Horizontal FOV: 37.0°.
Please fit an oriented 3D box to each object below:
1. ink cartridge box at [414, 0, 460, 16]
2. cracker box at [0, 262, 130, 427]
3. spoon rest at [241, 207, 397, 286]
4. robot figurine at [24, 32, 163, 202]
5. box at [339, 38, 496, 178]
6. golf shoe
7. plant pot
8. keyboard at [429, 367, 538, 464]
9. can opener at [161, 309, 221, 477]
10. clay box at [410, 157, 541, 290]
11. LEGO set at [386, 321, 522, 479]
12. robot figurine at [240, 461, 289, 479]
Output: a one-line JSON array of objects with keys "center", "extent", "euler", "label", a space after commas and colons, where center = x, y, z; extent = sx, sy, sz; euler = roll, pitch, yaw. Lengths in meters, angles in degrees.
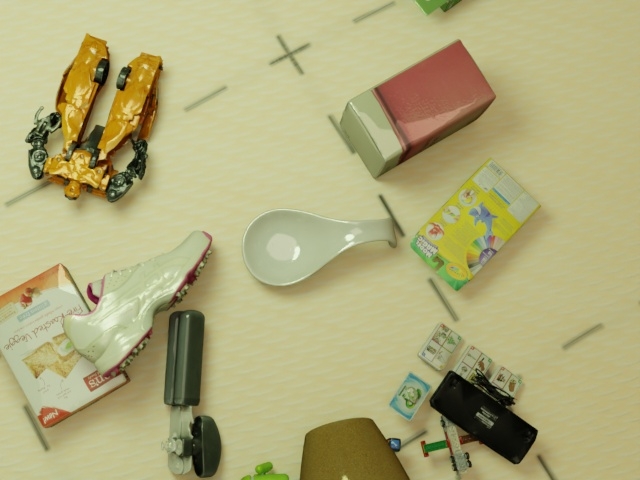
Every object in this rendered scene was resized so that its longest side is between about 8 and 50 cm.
[{"center": [0.241, -0.503, 1.783], "extent": [0.209, 0.062, 0.109], "euler": [-37, 85, -9], "label": "ink cartridge box"}, {"center": [-0.445, 0.177, 1.608], "extent": [0.156, 0.067, 0.232], "euler": [-30, 85, -9], "label": "cracker box"}, {"center": [0.000, 0.000, 1.668], "extent": [0.277, 0.084, 0.137], "euler": [-10, 81, -7], "label": "spoon rest"}, {"center": [-0.385, -0.203, 1.669], "extent": [0.211, 0.085, 0.290], "euler": [18, 79, -1], "label": "robot figurine"}, {"center": [0.168, -0.229, 1.687], "extent": [0.232, 0.148, 0.126], "euler": [-31, 85, -8], "label": "box"}, {"center": [-0.299, 0.077, 1.587], "extent": [0.140, 0.115, 0.306], "euler": [37, 59, 0], "label": "golf shoe"}, {"center": [0.060, 0.424, 1.544], "extent": [0.237, 0.237, 0.254], "euler": [-10, 67, -6], "label": "plant pot"}, {"center": [0.287, 0.293, 1.644], "extent": [0.192, 0.038, 0.100], "euler": [36, 92, -3], "label": "keyboard"}, {"center": [-0.222, 0.259, 1.622], "extent": [0.093, 0.074, 0.280], "euler": [5, 80, -39], "label": "can opener"}, {"center": [0.271, -0.025, 1.710], "extent": [0.127, 0.053, 0.222], "euler": [45, 81, 3], "label": "clay box"}, {"center": [0.214, 0.292, 1.664], "extent": [0.182, 0.060, 0.244], "euler": [36, 68, 2], "label": "LEGO set"}, {"center": [-0.090, 0.424, 1.596], "extent": [0.115, 0.067, 0.101], "euler": [-1, 89, -5], "label": "robot figurine"}]
